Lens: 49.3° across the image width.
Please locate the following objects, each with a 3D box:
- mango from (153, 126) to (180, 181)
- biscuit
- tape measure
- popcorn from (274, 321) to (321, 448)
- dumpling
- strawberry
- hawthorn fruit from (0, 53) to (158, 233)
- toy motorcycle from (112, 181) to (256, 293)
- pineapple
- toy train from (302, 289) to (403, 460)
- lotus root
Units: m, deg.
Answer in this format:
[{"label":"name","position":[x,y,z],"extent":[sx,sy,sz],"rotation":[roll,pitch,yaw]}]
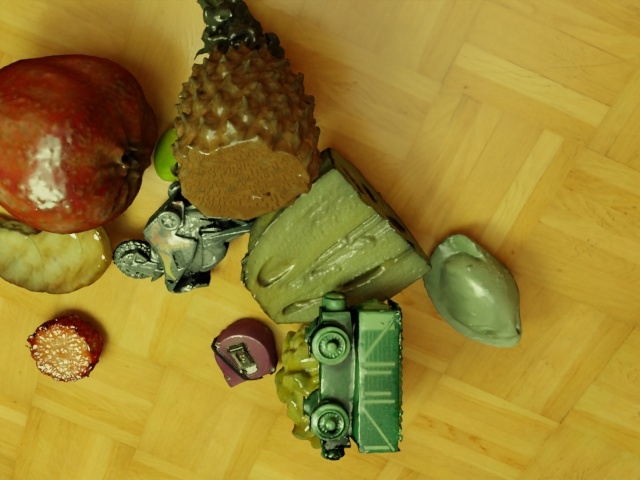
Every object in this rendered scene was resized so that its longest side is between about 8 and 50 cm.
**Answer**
[{"label":"mango","position":[-0.246,-0.146,1.190],"extent":[0.073,0.056,0.108],"rotation":[35,116,2]},{"label":"biscuit","position":[-0.501,0.029,1.293],"extent":[0.299,0.045,0.154],"rotation":[2,117,24]},{"label":"tape measure","position":[-0.143,0.217,1.342],"extent":[0.118,0.074,0.125],"rotation":[-22,113,18]},{"label":"popcorn","position":[0.022,0.267,1.271],"extent":[0.259,0.212,0.259],"rotation":[2,109,6]},{"label":"dumpling","position":[0.273,0.085,1.205],"extent":[0.108,0.152,0.219],"rotation":[-27,97,-25]},{"label":"strawberry","position":[-0.505,0.210,1.391],"extent":[0.145,0.086,0.145],"rotation":[4,118,7]},{"label":"hawthorn fruit","position":[-0.430,-0.160,1.095],"extent":[0.330,0.287,0.287],"rotation":[14,118,13]},{"label":"toy motorcycle","position":[-0.224,-0.007,1.234],"extent":[0.307,0.108,0.173],"rotation":[-38,113,22]},{"label":"pineapple","position":[-0.117,-0.223,1.026],"extent":[0.223,0.357,0.223],"rotation":[-6,151,-4]},{"label":"toy train","position":[0.052,0.215,1.100],"extent":[0.154,0.115,0.269],"rotation":[0,91,-4]},{"label":"lotus root","position":[-0.002,0.015,1.159],"extent":[0.260,0.149,0.267],"rotation":[-38,121,15]}]
